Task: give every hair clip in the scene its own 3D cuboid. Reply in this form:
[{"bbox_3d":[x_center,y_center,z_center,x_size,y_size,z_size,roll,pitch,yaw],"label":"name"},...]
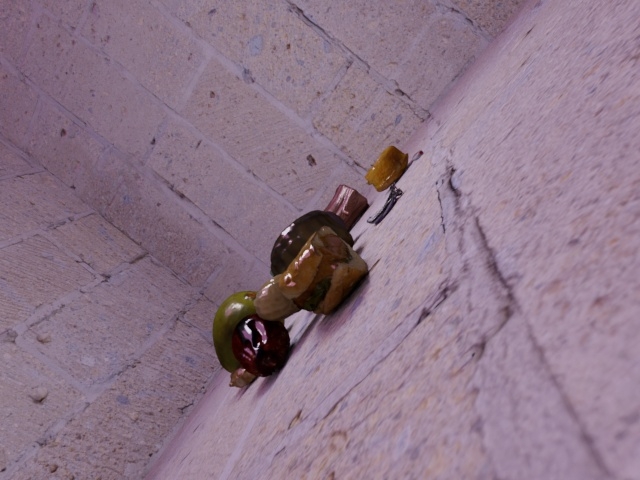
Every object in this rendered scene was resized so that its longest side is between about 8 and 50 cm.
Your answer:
[{"bbox_3d":[0.219,-0.118,1.542,0.172,0.049,0.116,-53,-3,16],"label":"hair clip"}]

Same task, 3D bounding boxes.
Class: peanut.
[{"bbox_3d":[-0.059,0.137,1.285,0.290,0.130,0.130,-24,-7,-17],"label":"peanut"}]

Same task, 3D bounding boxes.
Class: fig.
[{"bbox_3d":[-0.275,0.346,1.628,0.258,0.258,0.326,-60,-10,-77],"label":"fig"}]

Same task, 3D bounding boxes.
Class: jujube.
[{"bbox_3d":[-0.166,0.299,1.256,0.168,0.168,0.236,-51,19,-1],"label":"jujube"}]

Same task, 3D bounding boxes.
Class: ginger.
[{"bbox_3d":[-0.243,0.449,1.512,0.165,0.067,0.096,-34,5,28],"label":"ginger"}]

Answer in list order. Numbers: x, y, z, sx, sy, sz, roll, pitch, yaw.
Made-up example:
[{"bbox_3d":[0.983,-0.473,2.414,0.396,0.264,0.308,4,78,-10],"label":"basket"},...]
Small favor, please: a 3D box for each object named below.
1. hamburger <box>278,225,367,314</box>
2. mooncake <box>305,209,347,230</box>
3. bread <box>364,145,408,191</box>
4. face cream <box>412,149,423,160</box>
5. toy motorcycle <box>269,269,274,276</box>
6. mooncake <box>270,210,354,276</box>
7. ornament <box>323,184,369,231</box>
[{"bbox_3d":[-0.004,0.093,1.125,0.209,0.162,0.330,-54,5,12],"label":"hamburger"},{"bbox_3d":[0.000,0.000,1.769,0.245,0.245,0.133,-52,-6,-6],"label":"mooncake"},{"bbox_3d":[0.312,-0.339,2.015,0.229,0.143,0.139,-54,2,-21],"label":"bread"},{"bbox_3d":[0.418,-0.366,1.887,0.040,0.021,0.083,-53,3,-8],"label":"face cream"},{"bbox_3d":[-0.078,0.132,2.104,0.200,0.191,0.326,-53,-13,33],"label":"toy motorcycle"},{"bbox_3d":[-0.036,0.043,1.489,0.290,0.161,0.290,-38,-23,-20],"label":"mooncake"},{"bbox_3d":[0.126,-0.158,2.387,0.235,0.221,0.217,30,82,43],"label":"ornament"}]
